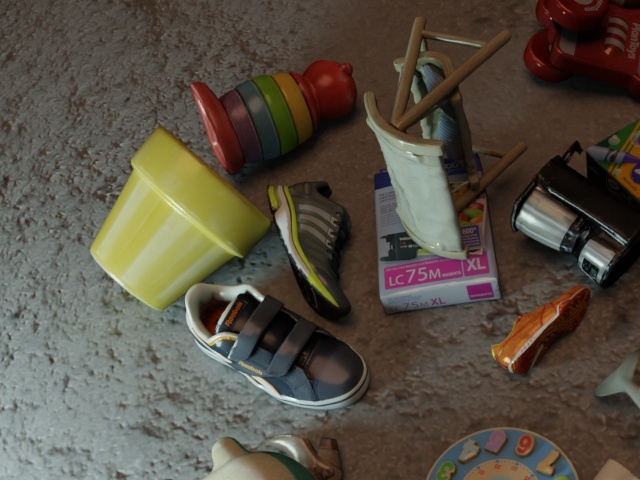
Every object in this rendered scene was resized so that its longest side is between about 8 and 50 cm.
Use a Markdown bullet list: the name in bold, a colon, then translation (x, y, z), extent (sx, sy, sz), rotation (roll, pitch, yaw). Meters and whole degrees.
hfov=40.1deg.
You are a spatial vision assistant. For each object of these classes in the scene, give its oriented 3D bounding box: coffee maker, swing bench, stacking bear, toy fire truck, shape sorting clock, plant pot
- **coffee maker**: translation (0.401, -0.042, 1.306), extent (0.178, 0.120, 0.171), rotation (36, 96, 26)
- **swing bench**: translation (0.180, -0.152, 1.325), extent (0.165, 0.253, 0.255), rotation (17, 59, 29)
- **stacking bear**: translation (-0.069, -0.248, 1.644), extent (0.288, 0.175, 0.164), rotation (-24, 46, -9)
- **toy fire truck**: translation (0.518, -0.393, 1.557), extent (0.253, 0.169, 0.302), rotation (19, 59, 3)
- **shape sorting clock**: translation (0.230, 0.329, 1.129), extent (0.206, 0.040, 0.206), rotation (-15, 45, 16)
- **plant pot**: translation (-0.249, -0.023, 1.481), extent (0.239, 0.254, 0.254), rotation (-49, 51, 0)

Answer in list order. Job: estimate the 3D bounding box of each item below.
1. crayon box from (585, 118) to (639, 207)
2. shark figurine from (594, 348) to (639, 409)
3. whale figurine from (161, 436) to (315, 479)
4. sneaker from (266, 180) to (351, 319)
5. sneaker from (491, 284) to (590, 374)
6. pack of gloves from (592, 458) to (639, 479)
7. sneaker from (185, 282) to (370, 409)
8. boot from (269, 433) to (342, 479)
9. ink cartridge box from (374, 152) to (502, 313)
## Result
- **crayon box**: translation (0.604, -0.136, 1.349), extent (0.322, 0.083, 0.203), rotation (-29, 49, -5)
- **shark figurine**: translation (0.464, 0.253, 1.085), extent (0.278, 0.116, 0.166), rotation (23, 29, 24)
- **whale figurine**: translation (-0.108, 0.373, 1.184), extent (0.272, 0.141, 0.216), rotation (-13, 77, 38)
- **sneaker**: translation (0.000, 0.000, 1.449), extent (0.121, 0.111, 0.300), rotation (-20, 52, -4)
- **sneaker**: translation (0.318, 0.117, 1.266), extent (0.175, 0.064, 0.067), rotation (-36, 40, -14)
- **pack of gloves**: translation (0.359, 0.394, 1.040), extent (0.232, 0.046, 0.195), rotation (-45, 51, -16)
- **sneaker**: translation (-0.081, 0.156, 1.339), extent (0.321, 0.127, 0.126), rotation (16, 58, 28)
- **boot**: translation (-0.025, 0.322, 1.242), extent (0.118, 0.042, 0.087), rotation (-5, 59, 25)
- **ink cartridge box**: translation (0.184, -0.033, 1.437), extent (0.185, 0.065, 0.311), rotation (-10, 49, 12)
